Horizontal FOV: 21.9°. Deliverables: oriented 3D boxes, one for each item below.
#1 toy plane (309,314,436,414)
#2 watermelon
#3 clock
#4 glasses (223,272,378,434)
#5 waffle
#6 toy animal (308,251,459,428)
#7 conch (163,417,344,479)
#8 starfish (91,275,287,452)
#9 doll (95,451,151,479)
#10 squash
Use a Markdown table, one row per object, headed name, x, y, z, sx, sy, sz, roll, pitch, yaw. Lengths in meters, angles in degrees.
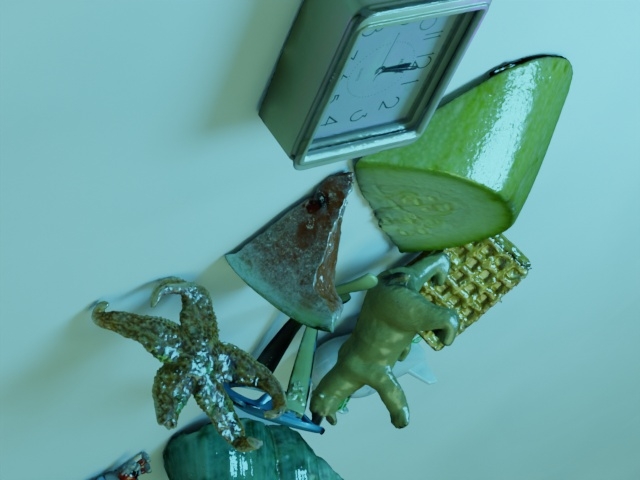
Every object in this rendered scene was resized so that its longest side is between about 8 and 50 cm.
| name | x | y | z | sx | sy | sz | roll | pitch | yaw |
| --- | --- | --- | --- | --- | --- | --- | --- | --- | --- |
| toy plane | 0.058 | 0.145 | 1.932 | 0.174 | 0.080 | 0.174 | -24 | 152 | -13 |
| watermelon | -0.023 | 0.005 | 1.642 | 0.098 | 0.121 | 0.158 | 6 | 92 | -73 |
| clock | 0.046 | -0.156 | 1.399 | 0.147 | 0.071 | 0.192 | -15 | 149 | -33 |
| glasses | -0.008 | 0.126 | 1.735 | 0.207 | 0.102 | 0.239 | -38 | -170 | -3 |
| waffle | 0.152 | 0.044 | 1.847 | 0.148 | 0.042 | 0.102 | -41 | 112 | 16 |
| toy animal | 0.066 | 0.113 | 1.787 | 0.101 | 0.103 | 0.218 | 13 | 119 | -24 |
| conch | -0.076 | 0.289 | 1.968 | 0.202 | 0.134 | 0.196 | -17 | 152 | -28 |
| starfish | -0.129 | 0.118 | 1.591 | 0.210 | 0.150 | 0.053 | 30 | 144 | -17 |
| doll | -0.241 | 0.285 | 1.887 | 0.114 | 0.039 | 0.057 | -38 | -170 | -20 |
| squash | 0.155 | -0.095 | 1.692 | 0.204 | 0.155 | 0.237 | 1 | 161 | 15 |
